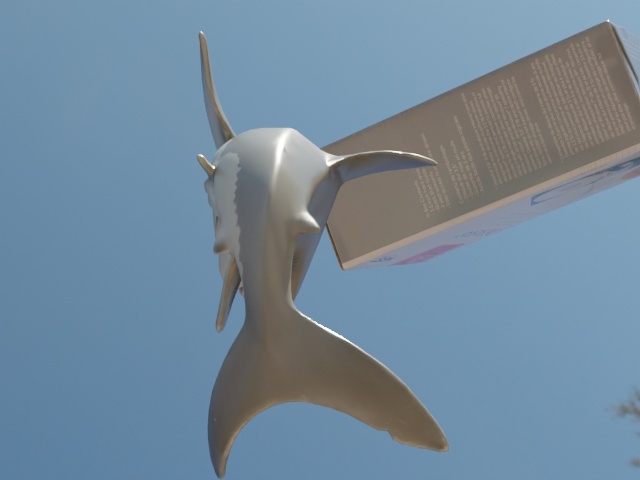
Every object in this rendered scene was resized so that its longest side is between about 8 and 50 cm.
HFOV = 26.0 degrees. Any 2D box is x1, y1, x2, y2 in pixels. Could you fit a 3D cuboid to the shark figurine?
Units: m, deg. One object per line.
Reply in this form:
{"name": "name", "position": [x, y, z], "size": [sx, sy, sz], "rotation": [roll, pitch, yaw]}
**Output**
{"name": "shark figurine", "position": [0.000, -0.012, 0.629], "size": [0.116, 0.278, 0.166], "rotation": [-6, -78, -3]}

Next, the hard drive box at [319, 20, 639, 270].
{"name": "hard drive box", "position": [0.132, -0.062, 0.990], "size": [0.181, 0.232, 0.089], "rotation": [-4, -107, -66]}
